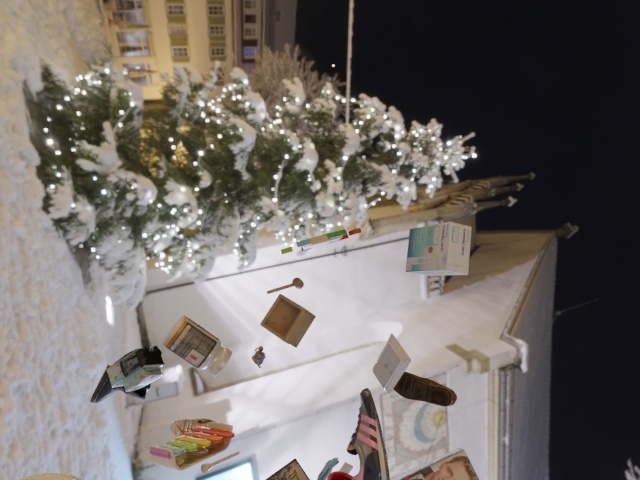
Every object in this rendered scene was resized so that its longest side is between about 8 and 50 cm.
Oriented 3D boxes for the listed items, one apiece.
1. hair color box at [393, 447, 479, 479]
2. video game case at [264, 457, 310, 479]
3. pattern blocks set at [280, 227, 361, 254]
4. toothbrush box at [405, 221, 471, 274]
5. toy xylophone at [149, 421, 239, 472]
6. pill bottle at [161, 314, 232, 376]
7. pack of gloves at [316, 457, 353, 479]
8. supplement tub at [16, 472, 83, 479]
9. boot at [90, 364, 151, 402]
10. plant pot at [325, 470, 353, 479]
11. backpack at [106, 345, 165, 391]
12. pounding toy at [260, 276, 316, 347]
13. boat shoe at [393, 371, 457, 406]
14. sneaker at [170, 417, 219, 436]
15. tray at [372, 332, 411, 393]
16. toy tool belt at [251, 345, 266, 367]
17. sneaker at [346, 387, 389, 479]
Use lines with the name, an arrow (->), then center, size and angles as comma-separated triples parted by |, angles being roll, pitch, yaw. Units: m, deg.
hair color box -> 0.521, 1.088, 1.896 | 0.105, 0.348, 0.173 | 78, -12, -67
video game case -> -0.127, 0.967, 1.536 | 0.275, 0.249, 0.035 | 31, -39, 52
pattern blocks set -> 0.000, 0.000, 1.475 | 0.325, 0.286, 0.026 | 148, -74, -78
toothbrush box -> 0.530, 0.046, 1.928 | 0.296, 0.126, 0.216 | -9, -109, 65
toy xylophone -> -0.436, 0.749, 1.538 | 0.323, 0.237, 0.081 | 15, 72, -67
pill bottle -> -0.542, 0.469, 1.878 | 0.279, 0.162, 0.162 | 38, -19, -9
pack of gloves -> 0.025, 1.106, 1.965 | 0.046, 0.232, 0.195 | 25, -20, 50
supplement tub -> -0.537, 0.612, 0.810 | 0.235, 0.236, 0.324 | 64, -37, 35
boot -> -0.867, 0.657, 1.854 | 0.246, 0.207, 0.094 | -53, -160, 27
plant pot -> 0.061, 0.886, 1.378 | 0.174, 0.191, 0.191 | -58, -148, 8
backpack -> -0.734, 0.515, 1.680 | 0.166, 0.189, 0.144 | 46, 21, -75
pounding toy -> -0.107, 0.233, 1.473 | 0.181, 0.205, 0.094 | 24, -14, 36
boat shoe -> 0.456, 0.672, 1.911 | 0.308, 0.104, 0.110 | 14, -97, 35
sneaker -> -0.542, 0.808, 1.832 | 0.083, 0.215, 0.084 | -4, -109, 61
tray -> 0.291, 0.536, 1.821 | 0.145, 0.030, 0.270 | 54, -39, 36
toy tool belt -> -0.231, 0.452, 1.639 | 0.051, 0.052, 0.083 | 53, -49, 36
sneaker -> 0.144, 0.657, 1.440 | 0.318, 0.131, 0.112 | -97, 173, -49
